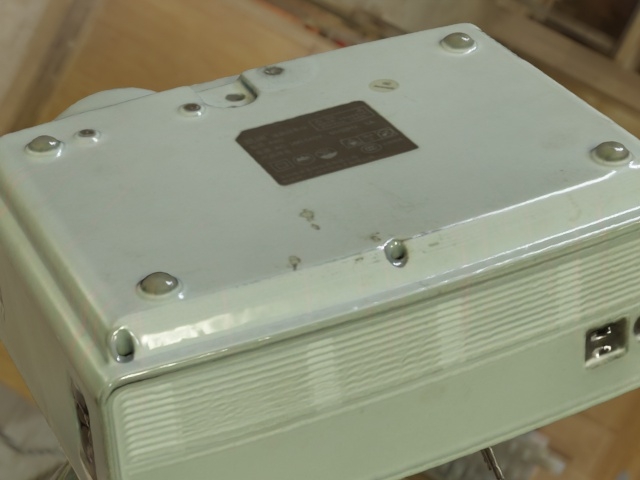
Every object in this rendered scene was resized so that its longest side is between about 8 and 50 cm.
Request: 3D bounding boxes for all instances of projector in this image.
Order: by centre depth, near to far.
[{"bbox_3d":[0.000,0.000,0.386,0.147,0.115,0.061,-16,123,-21],"label":"projector"}]

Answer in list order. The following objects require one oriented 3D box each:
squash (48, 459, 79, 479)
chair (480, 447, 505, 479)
[{"bbox_3d":[-0.091,0.243,1.165,0.165,0.252,0.252,-48,164,-58],"label":"squash"},{"bbox_3d":[0.169,0.076,1.203,0.159,0.247,0.172,-24,-152,-2],"label":"chair"}]
